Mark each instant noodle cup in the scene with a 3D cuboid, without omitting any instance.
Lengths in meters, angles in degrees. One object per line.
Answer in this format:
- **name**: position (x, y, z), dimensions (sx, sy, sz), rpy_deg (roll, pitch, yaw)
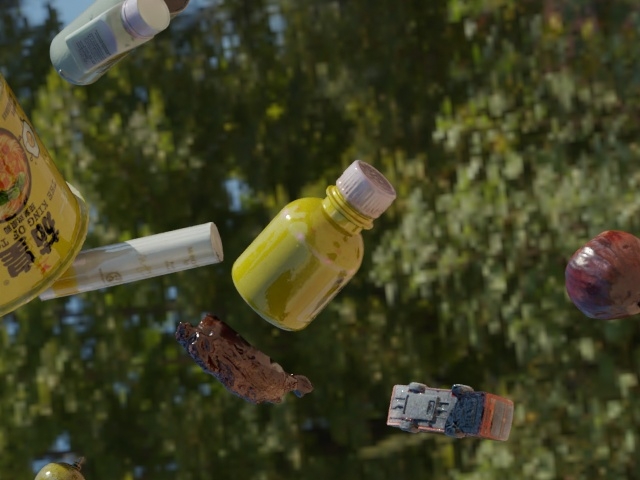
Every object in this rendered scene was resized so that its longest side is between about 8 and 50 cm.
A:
- **instant noodle cup**: position (-0.498, -0.078, 2.114), dimensions (0.325, 0.326, 0.254), rpy_deg (-84, -18, -49)

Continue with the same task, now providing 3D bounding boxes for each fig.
- **fig**: position (0.396, 0.062, 2.171), dimensions (0.128, 0.128, 0.150), rpy_deg (70, -161, -51)

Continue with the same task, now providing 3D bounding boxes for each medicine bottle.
- **medicine bottle**: position (-0.234, -0.248, 1.874), dimensions (0.074, 0.118, 0.055), rpy_deg (-34, -83, -52)
- **medicine bottle**: position (0.000, 0.000, 1.941), dimensions (0.122, 0.212, 0.122), rpy_deg (38, -161, -15)

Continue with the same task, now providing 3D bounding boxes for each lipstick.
- **lipstick**: position (-0.264, 0.029, 2.187), dimensions (0.059, 0.264, 0.059), rpy_deg (-12, -90, -81)

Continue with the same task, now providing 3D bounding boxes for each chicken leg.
- **chicken leg**: position (-0.081, 0.143, 1.814), dimensions (0.219, 0.048, 0.089), rpy_deg (33, -149, -33)

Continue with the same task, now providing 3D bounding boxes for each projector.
- **projector**: position (-0.342, -0.367, 2.690), dimensions (0.108, 0.337, 0.108), rpy_deg (12, -112, -31)

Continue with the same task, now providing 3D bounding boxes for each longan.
- **longan**: position (-0.322, 0.306, 1.997), dimensions (0.083, 0.075, 0.075), rpy_deg (-56, -19, -7)

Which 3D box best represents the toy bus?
- **toy bus**: position (0.163, 0.217, 2.011), dimensions (0.077, 0.192, 0.065), rpy_deg (16, -101, -34)
